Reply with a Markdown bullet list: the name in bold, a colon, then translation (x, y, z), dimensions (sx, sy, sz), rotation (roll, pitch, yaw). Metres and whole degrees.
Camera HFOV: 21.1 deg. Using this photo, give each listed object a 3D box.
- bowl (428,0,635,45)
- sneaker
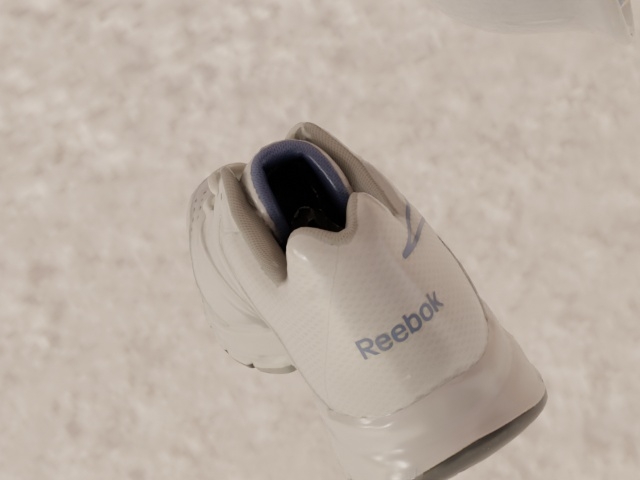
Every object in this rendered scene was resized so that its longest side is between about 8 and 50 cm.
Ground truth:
- **bowl**: translation (0.063, -0.229, 0.881), dimensions (0.134, 0.298, 0.298), rotation (-13, 33, 13)
- **sneaker**: translation (0.000, 0.000, 0.761), dimensions (0.111, 0.129, 0.297), rotation (-32, 22, -11)
